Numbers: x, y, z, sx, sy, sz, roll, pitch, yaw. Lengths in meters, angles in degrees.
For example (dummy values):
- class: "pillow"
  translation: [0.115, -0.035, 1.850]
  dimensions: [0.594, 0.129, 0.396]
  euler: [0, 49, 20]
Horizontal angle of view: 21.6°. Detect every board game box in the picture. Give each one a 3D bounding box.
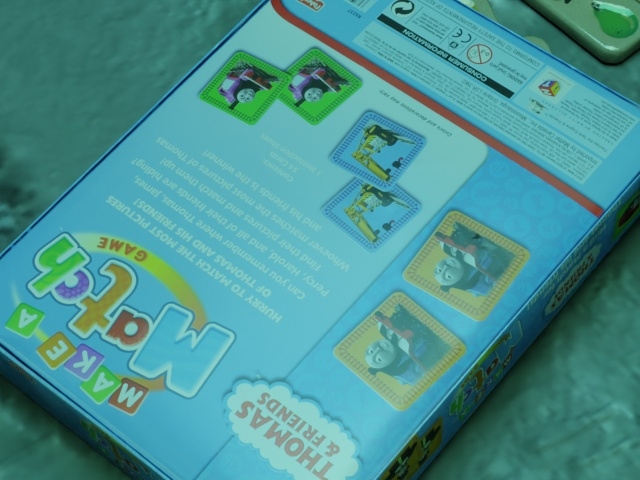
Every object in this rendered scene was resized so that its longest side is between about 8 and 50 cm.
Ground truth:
- class: "board game box"
  translation: [0.000, 0.000, 0.594]
  dimensions: [0.160, 0.039, 0.211]
  euler: [34, 67, 23]

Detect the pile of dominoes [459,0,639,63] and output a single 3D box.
- class: "pile of dominoes"
  translation: [0.050, -0.164, 0.713]
  dimensions: [0.196, 0.040, 0.251]
  euler: [-36, 61, -21]
